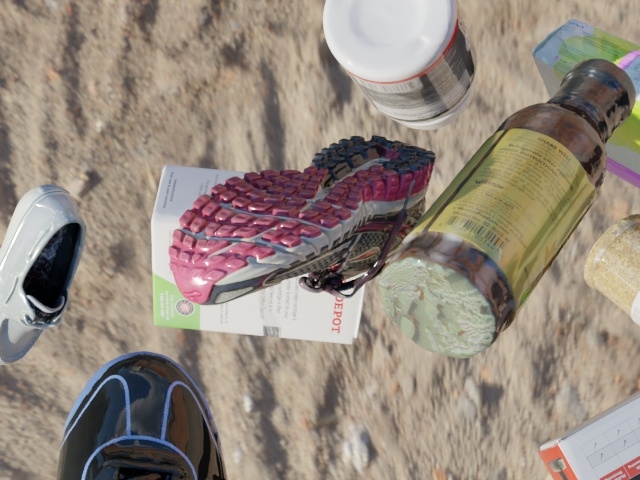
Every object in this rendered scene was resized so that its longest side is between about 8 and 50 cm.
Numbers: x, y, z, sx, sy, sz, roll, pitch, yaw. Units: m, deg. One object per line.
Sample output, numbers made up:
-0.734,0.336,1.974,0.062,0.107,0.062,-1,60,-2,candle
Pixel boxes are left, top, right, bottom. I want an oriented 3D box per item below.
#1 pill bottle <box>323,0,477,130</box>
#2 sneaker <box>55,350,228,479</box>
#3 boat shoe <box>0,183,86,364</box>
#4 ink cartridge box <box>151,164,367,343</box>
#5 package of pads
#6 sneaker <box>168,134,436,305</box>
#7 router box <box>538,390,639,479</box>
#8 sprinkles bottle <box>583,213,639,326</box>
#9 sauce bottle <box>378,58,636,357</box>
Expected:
0.113,-0.242,1.521,0.161,0.283,0.161,-3,80,14,pill bottle
-0.068,0.139,0.468,0.082,0.090,0.232,3,58,-13,sneaker
-0.309,0.052,1.278,0.081,0.079,0.227,45,121,39,boat shoe
-0.077,0.021,1.562,0.273,0.198,0.114,5,42,-1,ink cartridge box
0.451,-0.179,1.720,0.101,0.229,0.296,-42,41,-9,package of pads
0.000,0.000,0.993,0.121,0.299,0.112,20,117,35,sneaker
0.402,0.222,0.984,0.336,0.082,0.301,-27,78,-8,router box
0.491,0.111,1.485,0.121,0.121,0.355,-41,55,-6,sprinkles bottle
0.178,-0.044,1.024,0.111,0.111,0.344,32,52,15,sauce bottle
